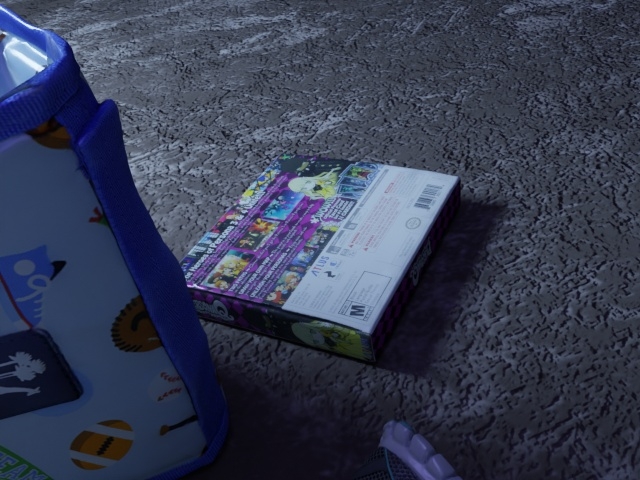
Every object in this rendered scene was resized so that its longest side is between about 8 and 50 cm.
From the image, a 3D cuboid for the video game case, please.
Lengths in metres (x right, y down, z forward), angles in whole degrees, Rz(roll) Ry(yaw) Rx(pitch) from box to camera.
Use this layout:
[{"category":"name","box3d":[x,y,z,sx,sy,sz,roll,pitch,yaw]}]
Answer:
[{"category":"video game case","box3d":[0.000,0.000,0.666,0.210,0.042,0.232,11,42,25]}]

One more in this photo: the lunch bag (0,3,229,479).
[{"category":"lunch bag","box3d":[-0.269,0.019,0.472,0.385,0.328,0.239,8,46,19]}]

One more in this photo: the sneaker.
[{"category":"sneaker","box3d":[0.074,0.185,0.410,0.076,0.065,0.166,-41,41,-11]}]
